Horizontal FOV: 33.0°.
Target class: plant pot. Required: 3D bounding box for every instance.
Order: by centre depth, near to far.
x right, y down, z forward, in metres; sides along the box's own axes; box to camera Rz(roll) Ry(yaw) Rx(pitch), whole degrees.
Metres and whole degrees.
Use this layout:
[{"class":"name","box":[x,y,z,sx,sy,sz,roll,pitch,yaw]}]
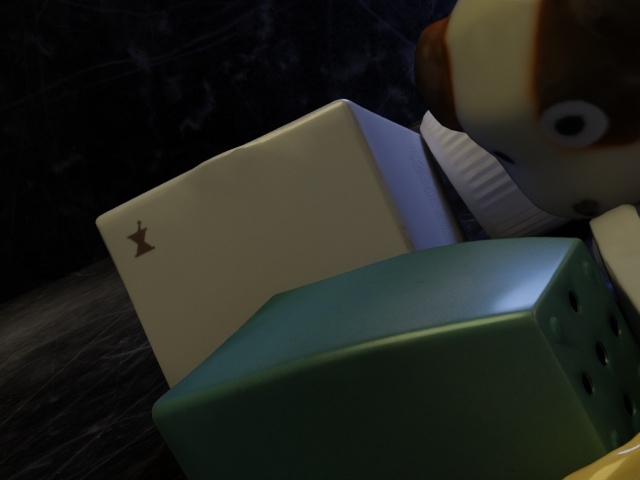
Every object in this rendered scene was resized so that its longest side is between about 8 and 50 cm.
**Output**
[{"class":"plant pot","box":[0.063,0.101,0.639,0.234,0.166,0.165,-23,10,34]}]

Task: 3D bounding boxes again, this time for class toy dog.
[{"class":"toy dog","box":[0.276,-0.159,0.872,0.407,0.396,0.284,-24,15,-41]}]

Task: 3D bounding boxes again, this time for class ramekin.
[{"class":"ramekin","box":[0.199,-0.089,1.202,0.109,0.207,0.207,-33,9,12]}]

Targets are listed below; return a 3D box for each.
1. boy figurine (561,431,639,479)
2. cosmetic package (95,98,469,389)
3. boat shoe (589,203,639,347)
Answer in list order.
[{"class":"boy figurine","box":[0.079,0.174,0.455,0.177,0.092,0.285,6,29,43]},{"class":"cosmetic package","box":[0.000,0.000,1.041,0.230,0.162,0.453,-25,-4,13]},{"class":"boat shoe","box":[0.259,0.042,0.578,0.156,0.136,0.367,-25,13,7]}]
